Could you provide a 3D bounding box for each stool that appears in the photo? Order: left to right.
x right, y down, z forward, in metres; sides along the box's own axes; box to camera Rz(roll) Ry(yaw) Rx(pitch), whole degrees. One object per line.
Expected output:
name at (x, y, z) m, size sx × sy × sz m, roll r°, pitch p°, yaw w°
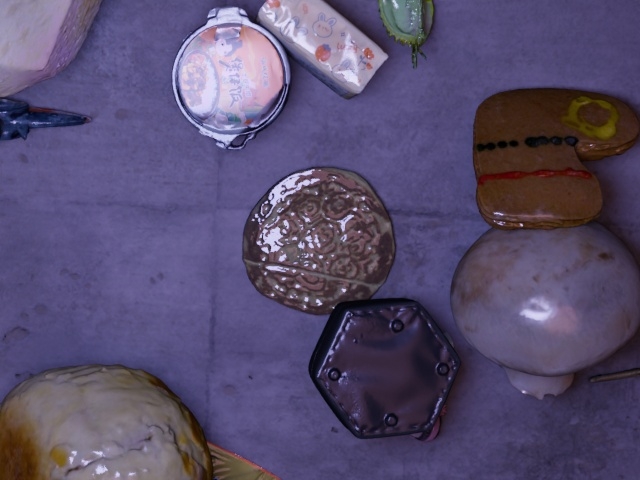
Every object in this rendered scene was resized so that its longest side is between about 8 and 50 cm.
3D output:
stool at (0.097, 0.196, 1.736) m, size 0.232 × 0.141 × 0.232 m, roll 0°, pitch 88°, yaw -5°

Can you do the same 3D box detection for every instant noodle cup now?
instant noodle cup at (-0.133, -0.249, 1.696) m, size 0.177 × 0.125 × 0.208 m, roll 13°, pitch 100°, yaw -4°

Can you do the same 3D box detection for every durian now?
durian at (0.134, -0.368, 1.715) m, size 0.086 × 0.100 × 0.215 m, roll -8°, pitch 91°, yaw 0°

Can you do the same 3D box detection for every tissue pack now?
tissue pack at (-0.003, -0.308, 1.690) m, size 0.196 × 0.148 × 0.092 m, roll 37°, pitch 90°, yaw -8°

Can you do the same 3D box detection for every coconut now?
coconut at (-0.459, -0.396, 1.555) m, size 0.352 × 0.352 × 0.352 m, roll -1°, pitch 98°, yaw -4°

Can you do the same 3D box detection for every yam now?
yam at (0.503, 0.226, 1.866) m, size 0.107 × 0.014 × 0.014 m, roll -9°, pitch 98°, yaw -3°

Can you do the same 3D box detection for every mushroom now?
mushroom at (0.358, 0.109, 1.725) m, size 0.297 × 0.297 × 0.290 m, roll -19°, pitch 126°, yaw -2°

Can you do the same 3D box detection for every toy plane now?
toy plane at (-0.517, -0.180, 1.691) m, size 0.326 × 0.104 × 0.223 m, roll 3°, pitch 124°, yaw -8°

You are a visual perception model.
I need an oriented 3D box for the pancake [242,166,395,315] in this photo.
pancake at (0.000, 0.000, 1.789) m, size 0.250 × 0.031 × 0.250 m, roll -1°, pitch 98°, yaw -4°

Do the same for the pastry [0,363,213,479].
pastry at (-0.328, 0.369, 1.662) m, size 0.312 × 0.388 × 0.388 m, roll 11°, pitch 99°, yaw -49°

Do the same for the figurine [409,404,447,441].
figurine at (0.141, 0.288, 1.831) m, size 0.129 × 0.054 × 0.072 m, roll 13°, pitch 82°, yaw 1°

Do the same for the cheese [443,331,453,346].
cheese at (0.161, 0.187, 1.828) m, size 0.121 × 0.026 × 0.067 m, roll -23°, pitch 98°, yaw -1°

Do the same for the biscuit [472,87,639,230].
biscuit at (0.365, -0.131, 1.702) m, size 0.262 × 0.052 × 0.277 m, roll 4°, pitch 53°, yaw 3°

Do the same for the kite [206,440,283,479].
kite at (-0.217, 0.447, 1.843) m, size 0.377 × 0.013 × 0.327 m, roll -18°, pitch 97°, yaw -1°
